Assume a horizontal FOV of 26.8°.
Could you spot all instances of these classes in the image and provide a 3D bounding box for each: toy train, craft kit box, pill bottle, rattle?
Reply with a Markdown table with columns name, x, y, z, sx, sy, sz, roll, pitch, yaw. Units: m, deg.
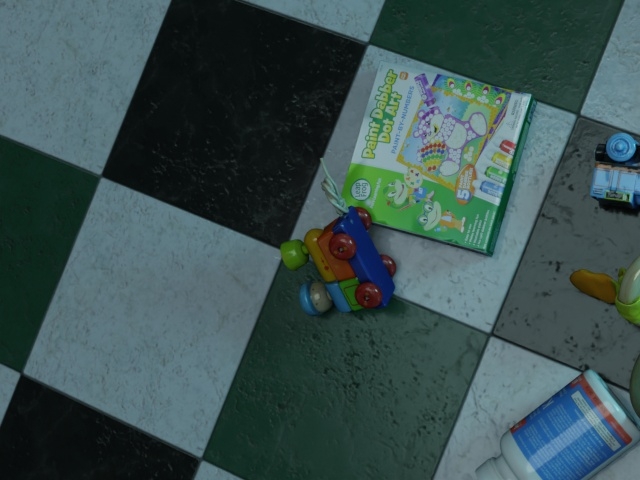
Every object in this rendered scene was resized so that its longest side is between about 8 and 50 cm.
| name | x | y | z | sx | sy | sz | roll | pitch | yaw |
| --- | --- | --- | --- | --- | --- | --- | --- | --- | --- |
| toy train | 0.000 | 0.000 | 2.008 | 0.143 | 0.105 | 0.248 | -18 | 112 | 27 |
| toy train | 0.478 | -0.093 | 1.921 | 0.184 | 0.080 | 0.105 | 9 | 90 | 23 |
| craft kit box | 0.175 | -0.127 | 2.037 | 0.246 | 0.061 | 0.250 | 15 | 87 | 22 |
| pill bottle | 0.331 | 0.293 | 1.891 | 0.221 | 0.124 | 0.124 | -39 | 73 | 8 |
| rattle | 0.475 | 0.019 | 1.913 | 0.130 | 0.143 | 0.200 | 28 | 96 | -23 |

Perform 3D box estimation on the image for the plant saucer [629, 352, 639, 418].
| name | x | y | z | sx | sy | sz | roll | pitch | yaw |
| --- | --- | --- | --- | --- | --- | --- | --- | --- | --- |
| plant saucer | 0.542 | 0.158 | 1.796 | 0.278 | 0.278 | 0.041 | -39 | 110 | 9 |
